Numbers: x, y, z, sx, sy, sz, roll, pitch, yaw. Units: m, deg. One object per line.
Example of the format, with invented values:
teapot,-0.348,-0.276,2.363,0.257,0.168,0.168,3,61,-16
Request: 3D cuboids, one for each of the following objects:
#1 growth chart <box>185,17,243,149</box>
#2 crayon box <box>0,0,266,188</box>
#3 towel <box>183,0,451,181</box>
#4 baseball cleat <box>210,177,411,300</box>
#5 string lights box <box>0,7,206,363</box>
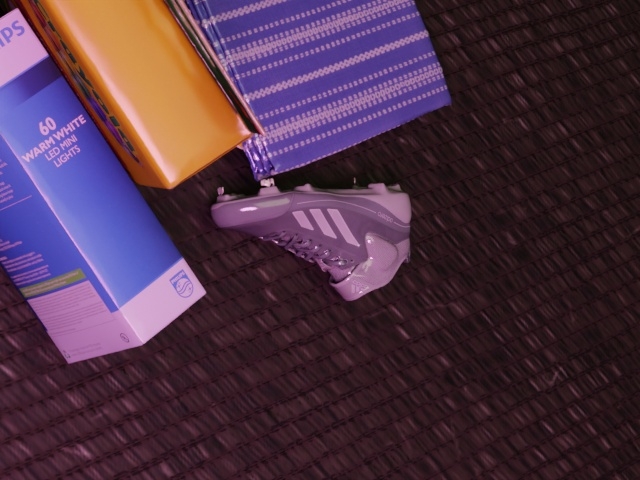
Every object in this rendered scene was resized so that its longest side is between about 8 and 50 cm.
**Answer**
growth chart,-0.054,-0.164,1.643,0.237,0.021,0.172,1,78,-33
crayon box,-0.154,-0.143,1.382,0.081,0.318,0.202,-34,100,-11
towel,-0.032,-0.240,1.646,0.243,0.040,0.336,-25,93,-38
baseball cleat,0.000,0.000,1.614,0.206,0.072,0.109,-4,88,-33
string lights box,-0.214,-0.036,1.428,0.077,0.133,0.259,-40,103,-33
